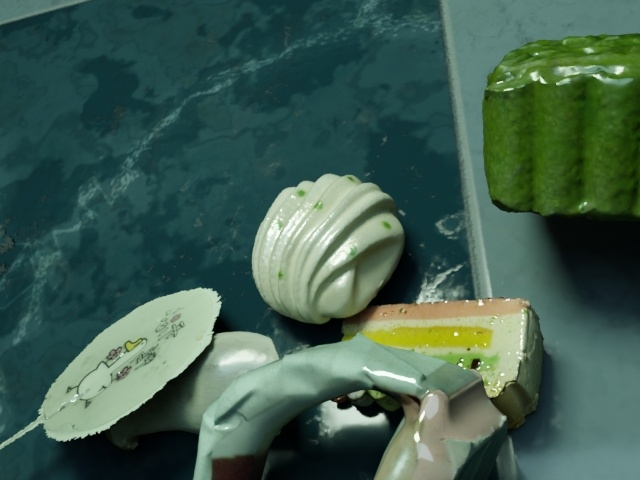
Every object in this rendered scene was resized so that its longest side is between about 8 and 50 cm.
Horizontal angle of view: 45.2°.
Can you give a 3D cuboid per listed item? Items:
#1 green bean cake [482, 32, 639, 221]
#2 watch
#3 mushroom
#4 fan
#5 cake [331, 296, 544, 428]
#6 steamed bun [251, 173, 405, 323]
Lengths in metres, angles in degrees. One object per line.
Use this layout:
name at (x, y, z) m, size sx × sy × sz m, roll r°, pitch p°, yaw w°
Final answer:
green bean cake at (0.290, -0.117, 0.738) m, size 0.246 × 0.157 × 0.250 m, roll 4°, pitch 18°, yaw 22°
watch at (0.011, 0.197, 0.686) m, size 0.241 × 0.161 × 0.254 m, roll 26°, pitch 103°, yaw 28°
mushroom at (-0.140, 0.161, 0.825) m, size 0.225 × 0.093 × 0.116 m, roll -7°, pitch 78°, yaw 10°
fan at (-0.281, 0.181, 0.846) m, size 0.414 × 0.012 × 0.233 m, roll -35°, pitch 23°, yaw -7°
cake at (0.119, 0.125, 0.784) m, size 0.225 × 0.090 × 0.110 m, roll -7°, pitch 56°, yaw 38°
steamed bun at (0.000, 0.000, 0.854) m, size 0.182 × 0.106 × 0.183 m, roll -14°, pitch 47°, yaw 15°
